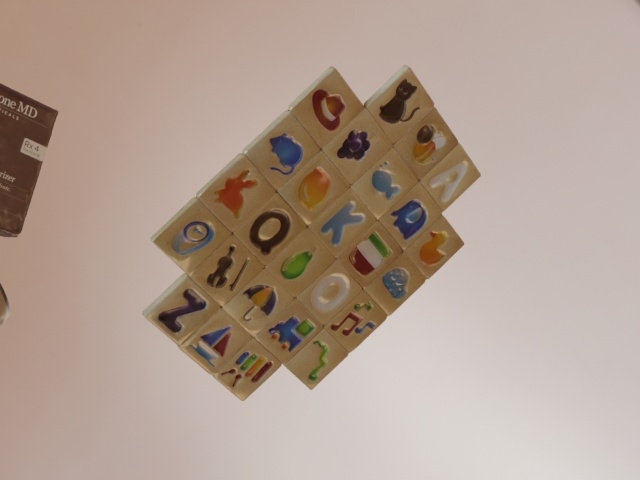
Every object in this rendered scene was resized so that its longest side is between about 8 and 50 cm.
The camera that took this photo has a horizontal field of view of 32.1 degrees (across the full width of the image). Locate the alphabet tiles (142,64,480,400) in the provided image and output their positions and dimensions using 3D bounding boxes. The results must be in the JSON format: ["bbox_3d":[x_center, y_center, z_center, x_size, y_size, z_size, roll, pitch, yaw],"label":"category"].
[{"bbox_3d":[0.000,0.000,1.094,0.342,0.011,0.285,-43,-49,-1],"label":"alphabet tiles"}]

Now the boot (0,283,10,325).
[{"bbox_3d":[-0.484,0.104,0.975,0.284,0.377,0.138,-53,-43,-44],"label":"boot"}]

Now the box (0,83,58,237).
[{"bbox_3d":[-0.525,-0.126,1.643,0.167,0.203,0.168,2,-17,45],"label":"box"}]
